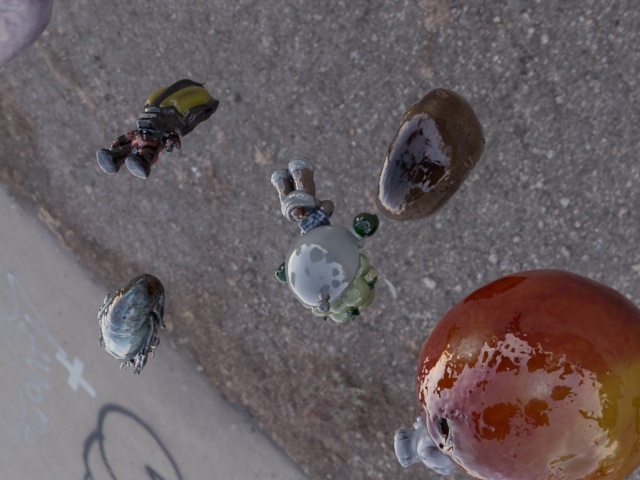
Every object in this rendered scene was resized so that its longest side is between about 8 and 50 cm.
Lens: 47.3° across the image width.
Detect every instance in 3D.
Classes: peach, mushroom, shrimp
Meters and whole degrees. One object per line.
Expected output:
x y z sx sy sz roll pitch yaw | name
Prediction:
0.250 0.168 0.847 0.281 0.281 0.238 34 163 20 | peach
0.175 -0.119 1.149 0.138 0.194 0.231 19 148 8 | mushroom
-0.243 0.116 0.920 0.090 0.079 0.233 38 142 8 | shrimp

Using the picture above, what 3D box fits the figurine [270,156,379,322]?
0.001 0.001 0.827 0.147 0.093 0.197 -33 53 28 | figurine

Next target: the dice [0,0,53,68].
-0.297 -0.255 0.400 0.270 0.270 0.271 121 138 -56 | dice

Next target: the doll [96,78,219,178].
-0.250 -0.190 1.175 0.127 0.249 0.088 31 139 8 | doll

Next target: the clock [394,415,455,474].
0.207 0.288 1.053 0.117 0.176 0.080 151 111 -70 | clock
